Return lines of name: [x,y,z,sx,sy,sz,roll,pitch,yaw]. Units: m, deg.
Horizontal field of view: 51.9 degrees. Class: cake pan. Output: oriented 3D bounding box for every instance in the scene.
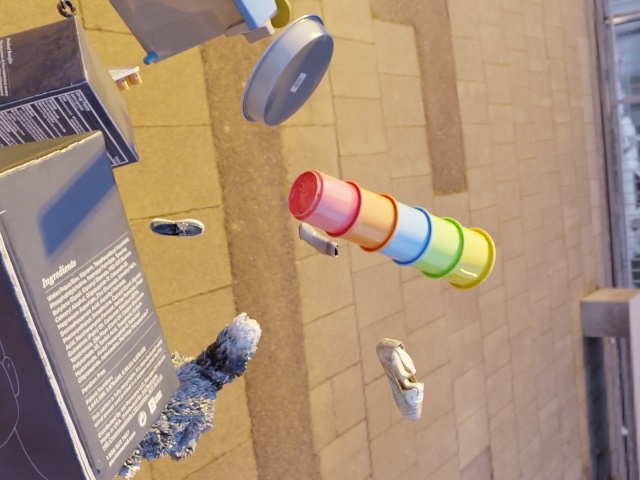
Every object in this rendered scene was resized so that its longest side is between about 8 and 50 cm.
cake pan: [-0.069,-0.385,1.536,0.054,0.293,0.293,39,40,11]

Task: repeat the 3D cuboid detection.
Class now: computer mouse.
computer mouse: [-0.697,-0.664,1.733,0.071,0.041,0.242,-3,48,-51]

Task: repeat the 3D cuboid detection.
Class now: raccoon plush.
raccoon plush: [-0.358,0.324,1.403,0.446,0.216,0.299,-60,161,13]

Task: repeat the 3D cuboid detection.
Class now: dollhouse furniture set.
dollhouse furniture set: [-0.191,-0.354,0.757,0.303,0.286,0.198,54,47,-28]

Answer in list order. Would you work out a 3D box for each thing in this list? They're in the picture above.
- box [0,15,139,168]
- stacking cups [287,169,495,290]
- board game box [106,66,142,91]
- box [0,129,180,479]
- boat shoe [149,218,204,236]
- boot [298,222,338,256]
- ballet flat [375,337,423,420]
box: [-0.570,-0.263,1.351,0.296,0.294,0.183,80,-7,-66]
stacking cups: [0.098,-0.007,0.866,0.316,0.096,0.096,16,74,-37]
board game box: [-0.769,-0.422,1.964,0.390,0.390,0.050,-32,118,-25]
box: [-0.544,0.118,1.029,0.297,0.480,0.472,-60,142,-63]
boat shoe: [-0.375,-0.029,1.720,0.142,0.040,0.049,3,113,-20]
boot: [0.000,0.000,1.582,0.042,0.087,0.118,-61,157,-13]
ballet flat: [0.190,0.314,1.474,0.073,0.067,0.206,-34,101,-42]
